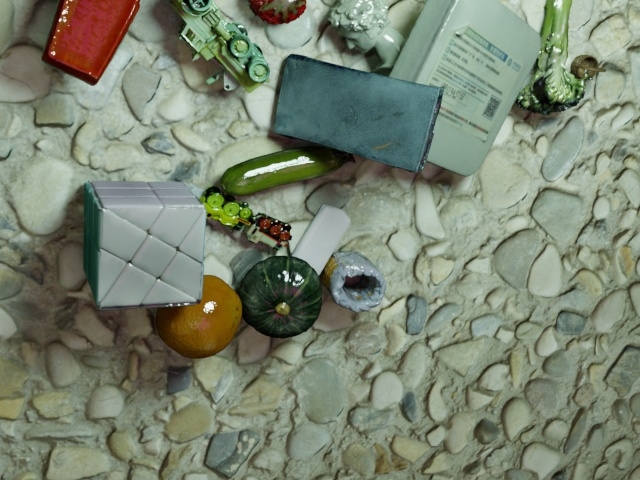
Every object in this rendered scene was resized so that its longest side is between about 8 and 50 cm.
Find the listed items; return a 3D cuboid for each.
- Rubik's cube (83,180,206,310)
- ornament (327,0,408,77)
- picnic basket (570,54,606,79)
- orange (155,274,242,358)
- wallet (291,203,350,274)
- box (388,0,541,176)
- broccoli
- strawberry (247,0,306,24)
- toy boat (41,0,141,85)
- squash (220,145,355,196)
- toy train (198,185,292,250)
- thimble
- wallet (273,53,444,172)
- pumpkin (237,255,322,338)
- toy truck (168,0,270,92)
[{"bbox_3d":[-0.382,0.002,1.662,0.221,0.225,0.231,-2,110,-23],"label":"Rubik's cube"},{"bbox_3d":[0.142,-0.453,1.755,0.285,0.120,0.130,41,75,-32],"label":"ornament"},{"bbox_3d":[0.697,-0.446,2.008,0.072,0.083,0.072,-8,113,-20],"label":"picnic basket"},{"bbox_3d":[-0.280,0.176,1.798,0.206,0.206,0.206,-8,114,-19],"label":"orange"},{"bbox_3d":[0.000,0.000,1.932,0.095,0.033,0.190,28,99,-31],"label":"wallet"},{"bbox_3d":[0.324,-0.370,1.809,0.396,0.111,0.396,13,107,-50],"label":"box"},{"bbox_3d":[0.581,-0.466,1.939,0.165,0.145,0.304,1,99,-31],"label":"broccoli"},{"bbox_3d":[-0.086,-0.529,1.648,0.145,0.086,0.145,-8,115,-18],"label":"strawberry"},{"bbox_3d":[-0.429,-0.475,1.513,0.145,0.133,0.331,23,90,-24],"label":"toy boat"},{"bbox_3d":[-0.075,-0.170,1.799,0.332,0.087,0.087,-15,116,-15],"label":"squash"},{"bbox_3d":[-0.175,-0.047,1.830,0.250,0.053,0.085,27,107,-29],"label":"toy train"},{"bbox_3d":[0.085,0.103,1.962,0.151,0.118,0.127,17,106,-27],"label":"thimble"},{"bbox_3d":[0.072,-0.281,1.688,0.046,0.379,0.190,-12,118,-62],"label":"wallet"},{"bbox_3d":[-0.095,0.136,1.883,0.212,0.152,0.211,-2,120,-4],"label":"pumpkin"},{"bbox_3d":[-0.224,-0.418,1.618,0.135,0.128,0.259,-33,121,9],"label":"toy truck"}]
